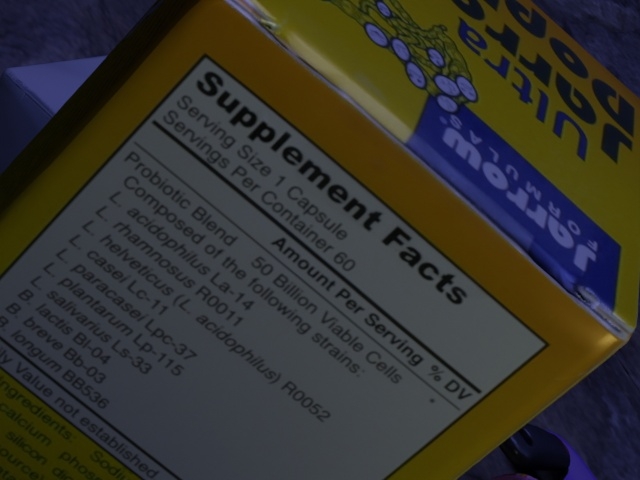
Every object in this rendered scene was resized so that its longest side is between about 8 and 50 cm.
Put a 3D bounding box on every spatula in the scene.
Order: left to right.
[{"bbox_3d":[0.147,0.142,1.151,0.084,0.030,0.296,57,5,20],"label":"spatula"}]

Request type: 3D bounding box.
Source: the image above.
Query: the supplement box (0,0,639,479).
[{"bbox_3d":[-0.056,0.034,0.763,0.194,0.356,0.195,40,30,-12],"label":"supplement box"}]

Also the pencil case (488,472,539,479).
[{"bbox_3d":[0.196,0.243,1.074,0.284,0.124,0.124,31,32,-24],"label":"pencil case"}]

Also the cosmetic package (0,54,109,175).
[{"bbox_3d":[0.000,0.000,1.103,0.284,0.097,0.377,41,27,18],"label":"cosmetic package"}]
